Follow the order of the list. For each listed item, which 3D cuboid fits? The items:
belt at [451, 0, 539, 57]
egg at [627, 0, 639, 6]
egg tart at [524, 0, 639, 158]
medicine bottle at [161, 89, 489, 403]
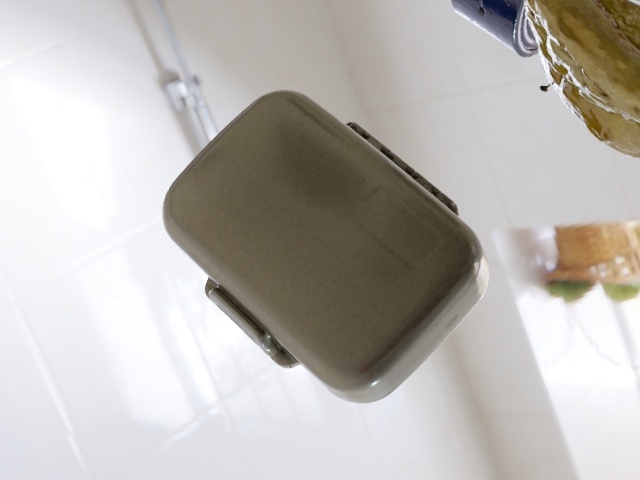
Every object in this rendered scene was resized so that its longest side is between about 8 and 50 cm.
[{"bbox_3d":[0.288,-0.392,1.462,0.212,0.117,0.347,1,125,-56],"label":"belt"},{"bbox_3d":[0.234,-0.229,0.760,0.183,0.183,0.217,-28,-126,-23],"label":"egg"},{"bbox_3d":[0.307,-0.169,1.150,0.319,0.319,0.128,-37,162,-46],"label":"egg tart"},{"bbox_3d":[0.000,0.000,1.468,0.282,0.375,0.123,-46,156,-5],"label":"medicine bottle"}]
